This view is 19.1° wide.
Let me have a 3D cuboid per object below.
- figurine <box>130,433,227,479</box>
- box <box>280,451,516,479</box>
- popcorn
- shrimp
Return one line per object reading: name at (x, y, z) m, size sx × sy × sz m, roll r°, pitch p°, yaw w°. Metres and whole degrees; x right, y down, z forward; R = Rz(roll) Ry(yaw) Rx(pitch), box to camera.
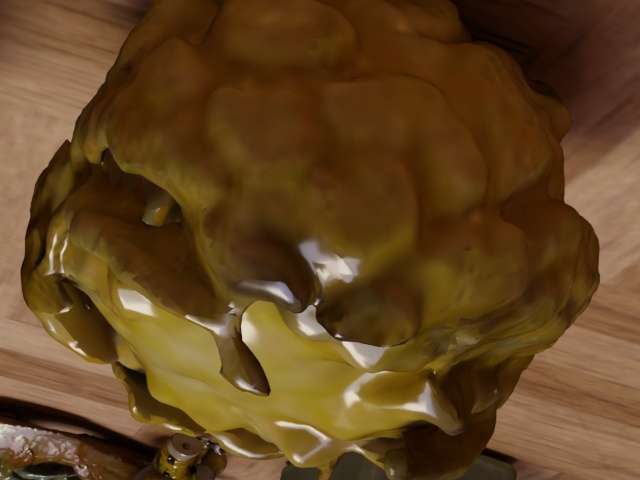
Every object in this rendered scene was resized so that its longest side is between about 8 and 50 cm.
figurine at (-0.110, 0.184, 1.391) m, size 0.068 × 0.101 × 0.143 m, roll 31°, pitch 163°, yaw 9°
box at (0.042, 0.219, 1.354) m, size 0.148 × 0.129 × 0.210 m, roll 18°, pitch 158°, yaw -18°
popcorn at (0.000, 0.000, 0.771) m, size 0.250 × 0.190 × 0.250 m, roll 9°, pitch 165°, yaw 2°
shrimp at (-0.198, 0.176, 1.466) m, size 0.267 × 0.061 × 0.145 m, roll 18°, pitch 148°, yaw -9°
